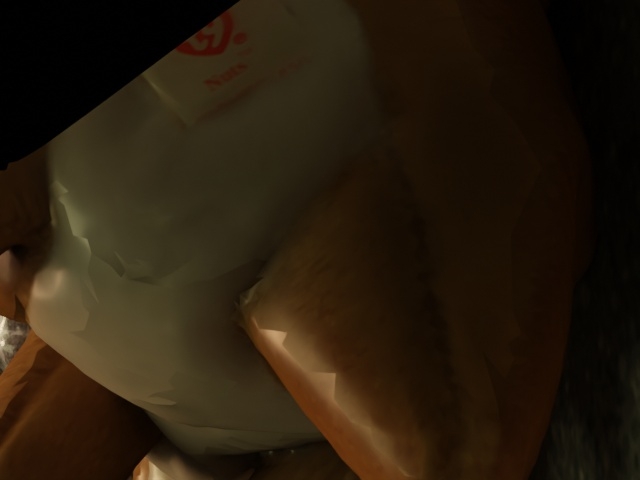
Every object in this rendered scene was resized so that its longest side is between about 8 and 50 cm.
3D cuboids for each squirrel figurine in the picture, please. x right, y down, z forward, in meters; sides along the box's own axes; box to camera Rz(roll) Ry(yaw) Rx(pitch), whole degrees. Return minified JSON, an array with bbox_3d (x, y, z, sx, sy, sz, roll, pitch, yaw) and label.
[{"bbox_3d":[0.000,0.000,0.777,0.370,0.281,0.397,74,-150,-57],"label":"squirrel figurine"}]

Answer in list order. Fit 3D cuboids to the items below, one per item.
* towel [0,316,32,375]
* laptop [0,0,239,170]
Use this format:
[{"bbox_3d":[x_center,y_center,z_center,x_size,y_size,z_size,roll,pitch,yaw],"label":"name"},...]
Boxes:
[{"bbox_3d":[-0.209,-0.064,0.901,0.121,0.235,0.284,2,-90,-79],"label":"towel"},{"bbox_3d":[0.024,-0.232,0.366,0.382,0.236,0.408,169,99,-85],"label":"laptop"}]
